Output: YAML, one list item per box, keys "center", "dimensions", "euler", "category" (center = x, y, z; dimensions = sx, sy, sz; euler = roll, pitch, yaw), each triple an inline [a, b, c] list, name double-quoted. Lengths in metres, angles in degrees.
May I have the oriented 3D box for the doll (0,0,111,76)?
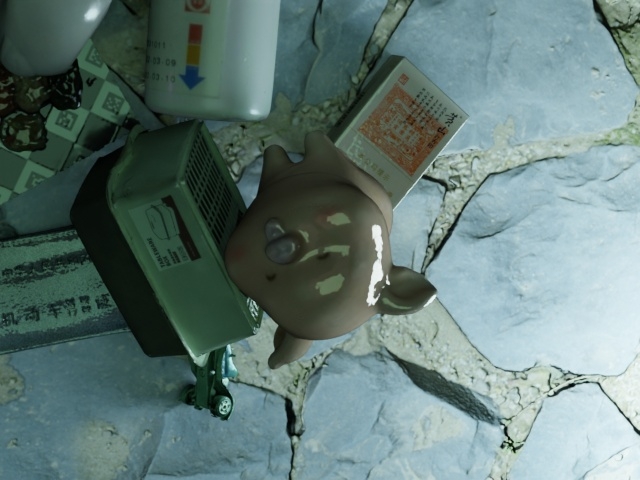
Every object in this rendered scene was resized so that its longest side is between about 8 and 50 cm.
- center: [-0.357, -0.317, 1.424]
  dimensions: [0.221, 0.251, 0.221]
  euler: [-4, 104, -16]
  category: "doll"

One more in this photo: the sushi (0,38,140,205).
- center: [-0.383, -0.192, 1.550]
  dimensions: [0.219, 0.047, 0.231]
  euler: [-31, 108, -7]
  category: "sushi"

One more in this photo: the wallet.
- center: [-0.359, 0.063, 1.617]
  dimensions: [0.222, 0.036, 0.167]
  euler: [-10, 104, -13]
  category: "wallet"

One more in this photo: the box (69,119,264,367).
- center: [-0.187, 0.002, 1.541]
  dimensions: [0.166, 0.220, 0.290]
  euler: [-16, 118, 14]
  category: "box"

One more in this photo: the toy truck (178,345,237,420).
- center: [-0.149, 0.172, 1.686]
  dimensions: [0.078, 0.080, 0.154]
  euler: [-18, 114, -47]
  category: "toy truck"

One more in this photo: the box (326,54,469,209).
- center: [0.095, -0.145, 1.688]
  dimensions: [0.141, 0.058, 0.201]
  euler: [41, 88, -19]
  category: "box"

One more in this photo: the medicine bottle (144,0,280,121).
- center: [-0.136, -0.304, 1.531]
  dimensions: [0.170, 0.170, 0.293]
  euler: [2, 102, -16]
  category: "medicine bottle"

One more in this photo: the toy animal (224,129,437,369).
- center: [0.000, 0.000, 1.507]
  dimensions: [0.237, 0.326, 0.269]
  euler: [-25, 81, 16]
  category: "toy animal"
